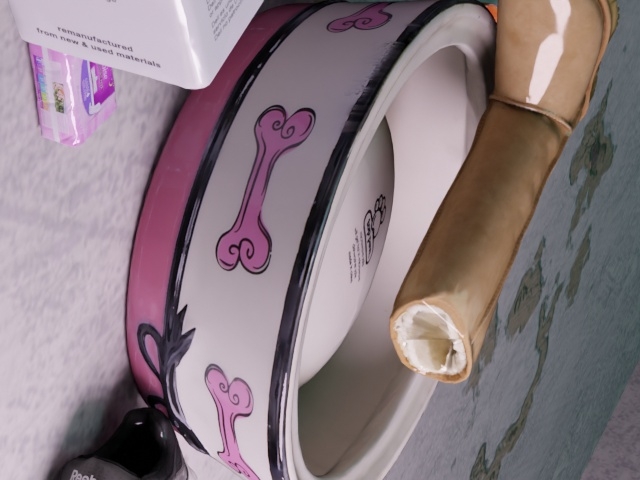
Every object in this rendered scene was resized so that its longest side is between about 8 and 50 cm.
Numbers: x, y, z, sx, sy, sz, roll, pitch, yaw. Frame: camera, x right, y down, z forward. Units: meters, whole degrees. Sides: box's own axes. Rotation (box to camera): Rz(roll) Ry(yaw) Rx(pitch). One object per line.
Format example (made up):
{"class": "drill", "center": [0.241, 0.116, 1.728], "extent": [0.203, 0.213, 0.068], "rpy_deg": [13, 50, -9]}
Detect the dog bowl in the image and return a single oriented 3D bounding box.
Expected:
{"class": "dog bowl", "center": [0.000, 0.000, 1.367], "extent": [0.408, 0.150, 0.408], "rpy_deg": [-51, 150, -45]}

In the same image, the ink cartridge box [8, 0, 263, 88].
{"class": "ink cartridge box", "center": [-0.083, -0.255, 0.894], "extent": [0.211, 0.121, 0.289], "rpy_deg": [-60, 156, -32]}

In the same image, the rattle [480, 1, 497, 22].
{"class": "rattle", "center": [0.194, -0.212, 1.822], "extent": [0.200, 0.130, 0.143], "rpy_deg": [51, 43, -35]}

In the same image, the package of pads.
{"class": "package of pads", "center": [-0.146, -0.103, 1.067], "extent": [0.050, 0.032, 0.083], "rpy_deg": [-52, 152, -41]}

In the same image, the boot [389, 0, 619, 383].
{"class": "boot", "center": [0.133, -0.056, 1.328], "extent": [0.269, 0.089, 0.236], "rpy_deg": [-62, 157, -23]}

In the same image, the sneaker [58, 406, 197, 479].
{"class": "sneaker", "center": [-0.158, 0.203, 1.233], "extent": [0.234, 0.078, 0.106], "rpy_deg": [-58, 153, -44]}
